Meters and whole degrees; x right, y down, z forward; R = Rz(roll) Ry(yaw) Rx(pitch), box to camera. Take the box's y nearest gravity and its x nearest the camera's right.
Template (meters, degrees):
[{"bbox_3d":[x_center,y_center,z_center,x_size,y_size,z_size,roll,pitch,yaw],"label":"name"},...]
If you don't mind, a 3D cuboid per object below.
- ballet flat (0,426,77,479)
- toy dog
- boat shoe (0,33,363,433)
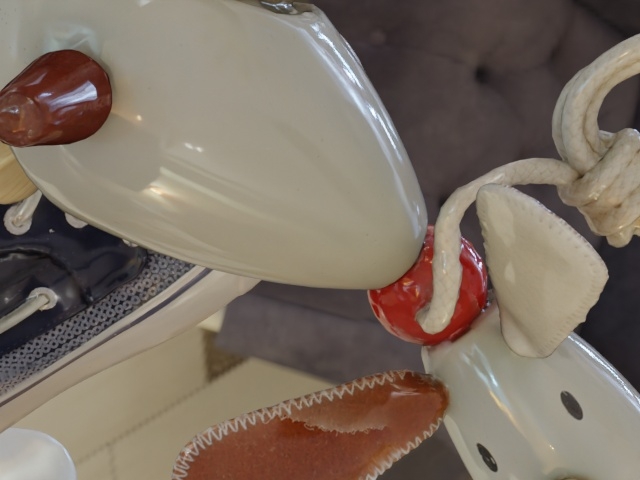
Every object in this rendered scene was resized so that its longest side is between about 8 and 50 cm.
[{"bbox_3d":[-0.370,0.260,1.155,0.400,0.139,0.139,-21,123,-13],"label":"ballet flat"},{"bbox_3d":[0.000,0.000,0.496,0.220,0.333,0.161,-61,-169,27],"label":"toy dog"},{"bbox_3d":[-0.142,-0.014,0.691,0.340,0.127,0.158,-38,142,2],"label":"boat shoe"}]
